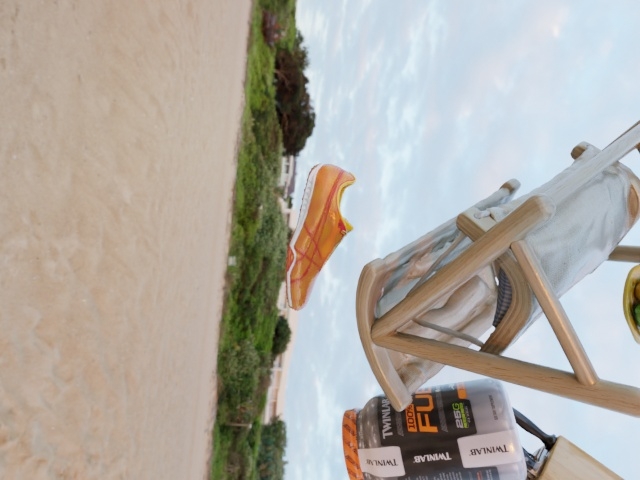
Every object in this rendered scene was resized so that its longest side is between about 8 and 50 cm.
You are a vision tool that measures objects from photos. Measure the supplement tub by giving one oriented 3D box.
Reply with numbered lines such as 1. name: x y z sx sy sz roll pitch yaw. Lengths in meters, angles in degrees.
1. supplement tub: 0.127 0.231 0.572 0.117 0.191 0.116 -13 90 -78

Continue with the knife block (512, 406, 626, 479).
1. knife block: 0.356 0.349 0.707 0.276 0.088 0.242 -7 -60 52

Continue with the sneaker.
1. sneaker: 0.000 0.000 0.563 0.064 0.068 0.175 -52 158 -84

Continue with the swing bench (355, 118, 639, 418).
1. swing bench: 0.190 0.026 0.467 0.255 0.253 0.165 -25 -88 55

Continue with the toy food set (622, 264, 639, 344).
1. toy food set: 0.624 0.131 0.892 0.071 0.218 0.128 7 -127 53
